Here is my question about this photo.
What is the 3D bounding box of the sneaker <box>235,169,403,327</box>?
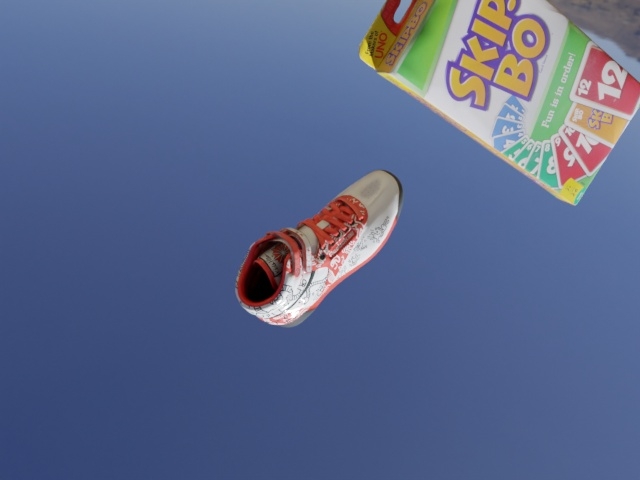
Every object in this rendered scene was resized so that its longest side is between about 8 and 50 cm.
[{"bbox_3d":[0.000,0.001,0.919,0.090,0.270,0.145,43,-176,25],"label":"sneaker"}]

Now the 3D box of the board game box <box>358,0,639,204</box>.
[{"bbox_3d":[0.163,-0.142,0.591,0.259,0.124,0.039,28,-173,-25],"label":"board game box"}]
